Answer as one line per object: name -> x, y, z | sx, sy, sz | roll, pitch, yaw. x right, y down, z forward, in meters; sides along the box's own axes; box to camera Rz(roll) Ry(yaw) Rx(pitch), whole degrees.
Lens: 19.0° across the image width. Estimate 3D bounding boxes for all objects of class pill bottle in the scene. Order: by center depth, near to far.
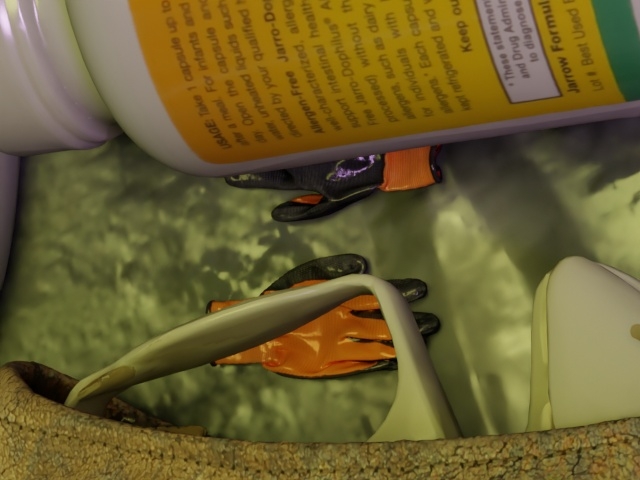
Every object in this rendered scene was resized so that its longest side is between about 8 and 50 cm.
pill bottle -> 0.002, -0.080, 0.524 | 0.208, 0.117, 0.118 | -8, 81, 19

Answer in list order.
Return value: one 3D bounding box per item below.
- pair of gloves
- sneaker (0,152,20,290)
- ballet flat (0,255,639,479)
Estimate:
pair of gloves -> 0.000, 0.000, 0.572 | 0.074, 0.010, 0.083 | -1, 83, 20
sneaker -> -0.209, 0.030, 0.523 | 0.130, 0.236, 0.323 | 17, 90, 21
ballet flat -> 0.038, 0.059, 0.505 | 0.316, 0.107, 0.106 | -4, 76, 18
